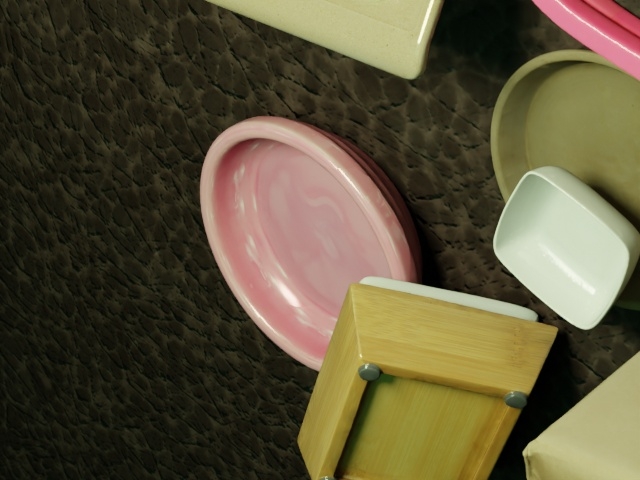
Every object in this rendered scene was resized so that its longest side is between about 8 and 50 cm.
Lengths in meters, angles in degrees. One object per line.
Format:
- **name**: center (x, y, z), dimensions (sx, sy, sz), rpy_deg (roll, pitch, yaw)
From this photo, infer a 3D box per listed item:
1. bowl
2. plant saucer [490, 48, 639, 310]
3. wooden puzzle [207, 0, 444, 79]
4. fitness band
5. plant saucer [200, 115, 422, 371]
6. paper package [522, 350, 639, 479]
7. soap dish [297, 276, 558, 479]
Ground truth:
- **bowl**: center (0.247, 0.002, 1.732), dimensions (0.142, 0.053, 0.142), rpy_deg (43, 142, 19)
- **plant saucer**: center (0.283, -0.061, 1.719), dimensions (0.278, 0.041, 0.278), rpy_deg (29, 136, 33)
- **wooden puzzle**: center (0.026, -0.361, 1.689), dimensions (0.322, 0.080, 0.348), rpy_deg (25, 108, 32)
- **fitness band**: center (0.277, -0.257, 1.564), dimensions (0.291, 0.054, 0.209), rpy_deg (38, 140, 23)
- **plant saucer**: center (0.000, 0.000, 2.065), dimensions (0.332, 0.084, 0.332), rpy_deg (31, 137, 33)
- **paper package**: center (0.403, 0.209, 1.552), dimensions (0.325, 0.309, 0.168), rpy_deg (20, 133, 41)
- **soap dish**: center (0.110, 0.181, 1.963), dimensions (0.229, 0.118, 0.291), rpy_deg (12, 136, -5)
